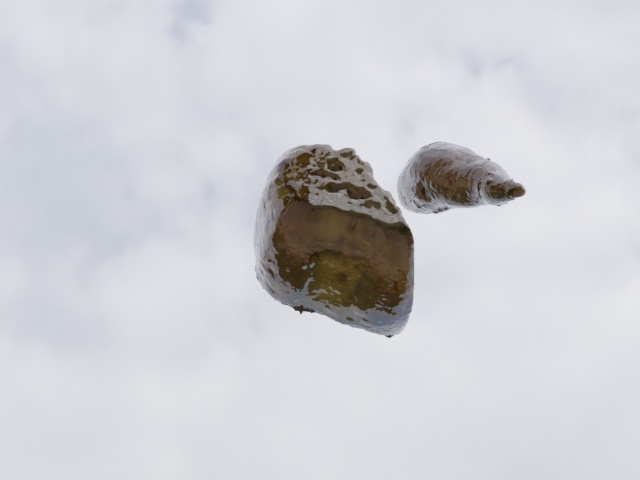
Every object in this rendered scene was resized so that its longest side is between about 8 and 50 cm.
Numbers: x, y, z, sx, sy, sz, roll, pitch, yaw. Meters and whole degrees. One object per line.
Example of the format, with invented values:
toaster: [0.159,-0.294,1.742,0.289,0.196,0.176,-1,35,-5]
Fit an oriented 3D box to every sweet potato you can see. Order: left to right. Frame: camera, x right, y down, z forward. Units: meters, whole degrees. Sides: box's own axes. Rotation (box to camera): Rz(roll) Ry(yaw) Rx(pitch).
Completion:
sweet potato: [0.113,-0.055,1.042,0.068,0.226,0.068,0,-91,-19]

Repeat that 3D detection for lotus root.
lotus root: [0.002,-0.003,0.914,0.159,0.095,0.135,54,-21,20]
